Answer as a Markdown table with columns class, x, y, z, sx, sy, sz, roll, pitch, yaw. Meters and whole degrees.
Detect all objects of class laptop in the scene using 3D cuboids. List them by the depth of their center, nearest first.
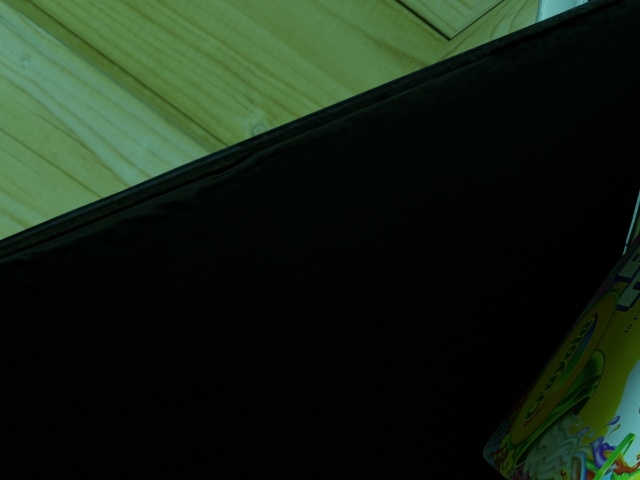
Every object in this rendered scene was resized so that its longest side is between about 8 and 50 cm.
| class | x | y | z | sx | sy | sz | roll | pitch | yaw |
| --- | --- | --- | --- | --- | --- | --- | --- | --- | --- |
| laptop | 0.000 | 0.000 | 0.679 | 0.382 | 0.236 | 0.408 | 95 | 178 | -48 |

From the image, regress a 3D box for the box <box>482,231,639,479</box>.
| class | x | y | z | sx | sy | sz | roll | pitch | yaw |
| --- | --- | --- | --- | --- | --- | --- | --- | --- | --- |
| box | 0.216 | 0.005 | 0.433 | 0.290 | 0.177 | 0.279 | -54 | 7 | -2 |
